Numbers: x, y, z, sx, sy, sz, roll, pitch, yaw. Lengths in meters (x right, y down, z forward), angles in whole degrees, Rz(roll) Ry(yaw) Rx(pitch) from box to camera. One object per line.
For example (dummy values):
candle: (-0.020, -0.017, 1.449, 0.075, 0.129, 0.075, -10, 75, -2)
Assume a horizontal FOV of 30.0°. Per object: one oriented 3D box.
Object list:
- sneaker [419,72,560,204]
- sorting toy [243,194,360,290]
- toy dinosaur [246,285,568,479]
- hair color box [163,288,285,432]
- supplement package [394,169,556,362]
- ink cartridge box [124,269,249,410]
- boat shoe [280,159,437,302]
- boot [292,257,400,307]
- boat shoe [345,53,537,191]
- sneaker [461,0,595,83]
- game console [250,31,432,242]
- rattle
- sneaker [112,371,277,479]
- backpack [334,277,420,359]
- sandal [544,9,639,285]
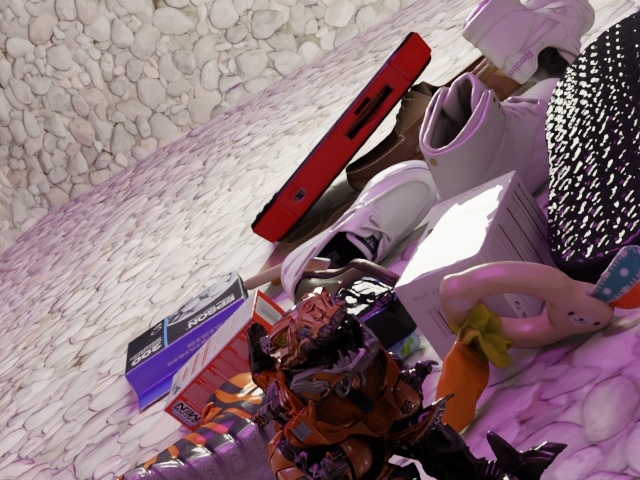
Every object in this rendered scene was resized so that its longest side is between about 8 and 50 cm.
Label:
sneaker: (0.226, -0.148, 1.456, 0.108, 0.169, 0.292, 8, 46, 38)
sorting toy: (0.000, 0.000, 1.785, 0.193, 0.038, 0.208, -24, 14, 32)
toy dinosaur: (0.038, 0.152, 0.855, 0.164, 0.218, 0.322, -54, -23, -7)
hair color box: (-0.117, 0.148, 1.472, 0.167, 0.053, 0.093, -45, 13, 16)
supplement package: (0.166, 0.026, 1.227, 0.105, 0.105, 0.179, -25, 18, 32)
ink cartridge box: (-0.190, 0.140, 1.734, 0.206, 0.045, 0.208, -34, 17, 1)
boat shoe: (0.059, -0.001, 1.583, 0.258, 0.095, 0.084, -44, 19, 8)
boot: (0.033, 0.084, 1.436, 0.219, 0.082, 0.106, 1, 59, 60)
boat shoe: (0.170, -0.190, 1.834, 0.324, 0.116, 0.123, -31, 16, 12)
sneaker: (0.324, -0.283, 1.730, 0.305, 0.152, 0.114, -20, -23, -49)
game console: (0.029, -0.165, 1.902, 0.386, 0.060, 0.342, -50, 6, 4)
rattle: (0.203, 0.088, 1.049, 0.200, 0.130, 0.142, 0, 39, 17)
sneaker: (-0.117, 0.237, 1.202, 0.321, 0.124, 0.180, -26, 10, -10)
backpack: (0.045, 0.098, 1.299, 0.105, 0.084, 0.114, -36, 21, -7)
sandal: (0.330, -0.096, 1.302, 0.168, 0.107, 0.445, -22, 33, 35)
